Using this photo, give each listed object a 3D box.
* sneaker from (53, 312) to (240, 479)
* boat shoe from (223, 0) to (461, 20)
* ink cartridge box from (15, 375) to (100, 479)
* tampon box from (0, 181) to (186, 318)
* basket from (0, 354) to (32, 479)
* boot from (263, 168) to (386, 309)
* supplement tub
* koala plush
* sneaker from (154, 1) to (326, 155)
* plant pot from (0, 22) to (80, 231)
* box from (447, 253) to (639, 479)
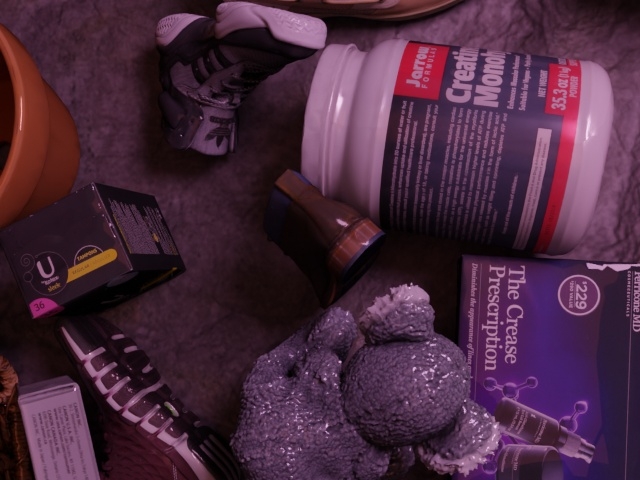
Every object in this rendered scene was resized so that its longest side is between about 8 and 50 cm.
[{"bbox_3d":[-0.237,0.223,0.821,0.281,0.106,0.162,45,98,9],"label":"sneaker"},{"bbox_3d":[0.042,-0.305,0.791,0.341,0.110,0.121,-9,88,13],"label":"boat shoe"},{"bbox_3d":[-0.266,0.283,0.774,0.060,0.239,0.275,-12,89,-23],"label":"ink cartridge box"},{"bbox_3d":[-0.244,0.014,0.803,0.120,0.161,0.101,-26,84,8],"label":"tampon box"},{"bbox_3d":[-0.430,0.203,0.756,0.223,0.299,0.213,22,89,13],"label":"basket"},{"bbox_3d":[0.000,0.000,0.737,0.106,0.219,0.082,44,73,9],"label":"boot"},{"bbox_3d":[0.132,-0.097,0.729,0.272,0.191,0.191,10,88,10],"label":"supplement tub"},{"bbox_3d":[0.049,0.154,0.688,0.221,0.203,0.196,-27,83,35],"label":"koala plush"},{"bbox_3d":[-0.093,-0.166,0.785,0.269,0.101,0.153,14,102,49],"label":"sneaker"},{"bbox_3d":[-0.412,-0.113,0.822,0.291,0.203,0.290,-1,86,9],"label":"plant pot"},{"bbox_3d":[0.228,0.149,0.744,0.184,0.103,0.261,2,87,8],"label":"box"}]
